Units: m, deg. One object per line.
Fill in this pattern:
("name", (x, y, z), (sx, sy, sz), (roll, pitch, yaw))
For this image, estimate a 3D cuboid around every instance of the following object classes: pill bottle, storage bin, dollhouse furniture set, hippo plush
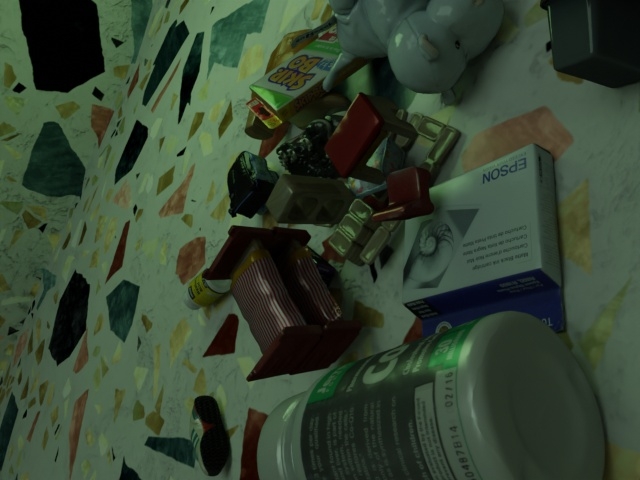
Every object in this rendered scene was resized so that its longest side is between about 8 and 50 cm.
("pill bottle", (0.098, 0.221, 0.749), (0.361, 0.204, 0.204), (-30, 52, 44))
("storage bin", (0.303, -0.223, 0.742), (0.098, 0.135, 0.091), (-9, 77, 58))
("dollhouse furniture set", (0.000, 0.000, 0.940), (0.374, 0.152, 0.201), (-56, 50, 33))
("hippo plush", (0.115, -0.325, 0.955), (0.294, 0.234, 0.236), (-42, 51, 5))
("pill bottle", (-0.236, 0.100, 1.404), (0.116, 0.065, 0.065), (-38, 46, 40))

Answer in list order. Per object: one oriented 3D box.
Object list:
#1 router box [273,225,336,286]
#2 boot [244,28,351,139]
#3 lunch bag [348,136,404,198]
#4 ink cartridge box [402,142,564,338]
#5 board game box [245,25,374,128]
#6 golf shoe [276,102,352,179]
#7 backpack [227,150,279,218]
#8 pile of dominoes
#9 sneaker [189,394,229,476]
("router box", (-0.057, 0.068, 1.181), (0.179, 0.046, 0.133), (37, 105, 55))
("boot", (-0.032, -0.311, 1.282), (0.295, 0.104, 0.211), (-3, 66, 49))
("lunch bag", (0.083, -0.101, 1.015), (0.071, 0.053, 0.083), (-21, 42, 41))
("ink cartridge box", (0.193, 0.019, 0.852), (0.223, 0.045, 0.224), (-24, 56, 48))
("board game box", (-0.010, -0.296, 1.178), (0.259, 0.039, 0.124), (-38, 42, -4))
("golf shoe", (0.012, -0.158, 1.159), (0.120, 0.105, 0.273), (-41, 9, -20))
("backpack", (-0.134, -0.111, 1.341), (0.105, 0.084, 0.114), (-46, 46, 32))
("pile of dominoes", (0.100, -0.085, 1.063), (0.251, 0.040, 0.196), (-56, 35, 8))
("sneaker", (-0.210, 0.372, 1.259), (0.161, 0.057, 0.075), (-112, 34, -42))
